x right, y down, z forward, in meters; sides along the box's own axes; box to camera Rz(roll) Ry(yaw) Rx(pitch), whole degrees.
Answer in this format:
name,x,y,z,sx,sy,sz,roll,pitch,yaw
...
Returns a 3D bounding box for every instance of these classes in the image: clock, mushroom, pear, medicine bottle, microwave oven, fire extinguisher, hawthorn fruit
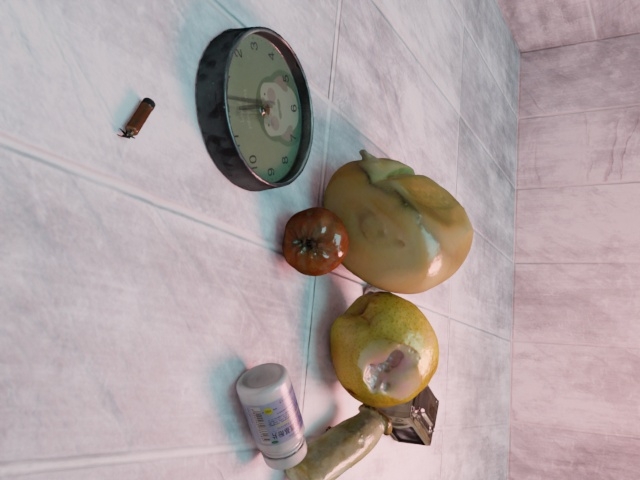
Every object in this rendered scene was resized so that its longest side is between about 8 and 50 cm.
name,x,y,z,sx,sy,sz,roll,pitch,yaw
clock,-0.116,-0.255,1.208,0.319,0.066,0.318,2,87,-59
mushroom,0.049,0.464,1.392,0.312,0.100,0.081,-20,133,-47
pear,0.146,0.253,1.456,0.271,0.271,0.271,5,85,-60
medicine bottle,-0.090,0.338,1.186,0.103,0.103,0.186,-43,125,-53
microwave oven,0.251,0.471,1.750,0.205,0.129,0.163,56,44,-44
fire extinguisher,-0.285,-0.187,0.954,0.028,0.022,0.083,29,57,-13
hawthorn fruit,0.001,-0.008,1.324,0.189,0.149,0.149,-42,125,-53

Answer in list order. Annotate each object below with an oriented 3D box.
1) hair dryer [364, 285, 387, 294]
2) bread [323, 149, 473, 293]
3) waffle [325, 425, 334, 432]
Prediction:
name,x,y,z,sx,sy,sz,roll,pitch,yaw
hair dryer,0.145,0.096,1.670,0.082,0.047,0.137,-22,102,-58
bread,0.188,-0.029,1.509,0.348,0.253,0.376,45,27,14
waffle,0.030,0.482,1.459,0.075,0.029,0.083,26,67,-46
